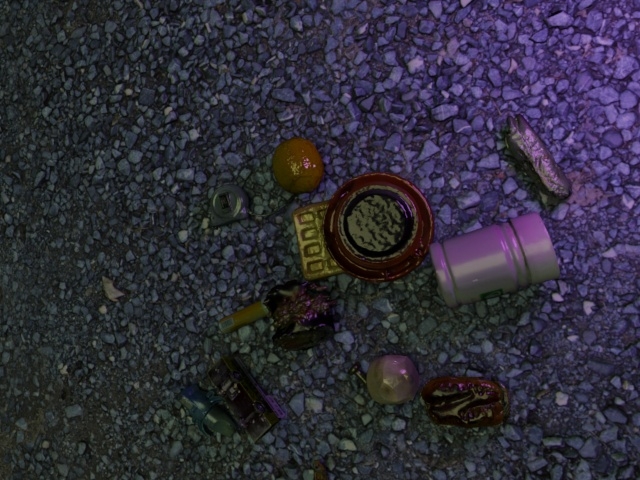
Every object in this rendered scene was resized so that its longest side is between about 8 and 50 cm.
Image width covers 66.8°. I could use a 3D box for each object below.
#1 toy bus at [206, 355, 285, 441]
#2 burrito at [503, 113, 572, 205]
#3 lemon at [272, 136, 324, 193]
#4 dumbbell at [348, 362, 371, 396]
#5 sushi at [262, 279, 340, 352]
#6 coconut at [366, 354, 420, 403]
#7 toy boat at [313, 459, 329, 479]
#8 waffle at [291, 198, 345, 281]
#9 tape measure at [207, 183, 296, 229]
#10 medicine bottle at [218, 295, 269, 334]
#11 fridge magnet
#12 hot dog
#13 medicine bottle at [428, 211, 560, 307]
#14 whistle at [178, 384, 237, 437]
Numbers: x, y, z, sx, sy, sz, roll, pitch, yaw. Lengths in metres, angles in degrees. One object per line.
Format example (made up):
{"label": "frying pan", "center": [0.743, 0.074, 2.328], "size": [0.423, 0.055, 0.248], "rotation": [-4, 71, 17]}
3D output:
{"label": "toy bus", "center": [-0.263, 0.548, 1.716], "size": [0.113, 0.139, 0.301], "rotation": [-47, 68, 11]}
{"label": "burrito", "center": [0.654, -0.248, 1.478], "size": [0.096, 0.066, 0.309], "rotation": [-31, 80, 9]}
{"label": "lemon", "center": [-0.078, -0.253, 1.653], "size": [0.181, 0.180, 0.193], "rotation": [-15, 106, 17]}
{"label": "dumbbell", "center": [0.147, 0.466, 1.627], "size": [0.118, 0.052, 0.046], "rotation": [44, 113, 13]}
{"label": "sushi", "center": [-0.071, 0.246, 1.629], "size": [0.239, 0.225, 0.218], "rotation": [-13, 66, -24]}
{"label": "coconut", "center": [0.235, 0.439, 1.536], "size": [0.162, 0.161, 0.160], "rotation": [-24, 80, 49]}
{"label": "toy boat", "center": [0.003, 0.825, 1.664], "size": [0.047, 0.049, 0.149], "rotation": [-10, 85, 18]}
{"label": "waffle", "center": [0.000, 0.000, 1.683], "size": [0.168, 0.057, 0.274], "rotation": [-13, 84, 17]}
{"label": "tape measure", "center": [-0.259, -0.151, 1.757], "size": [0.331, 0.084, 0.163], "rotation": [-18, 87, 18]}
{"label": "medicine bottle", "center": [-0.263, 0.270, 1.754], "size": [0.218, 0.074, 0.073], "rotation": [-26, 81, 17]}
{"label": "fridge magnet", "center": [0.185, -0.045, 1.567], "size": [0.364, 0.155, 0.363], "rotation": [-1, 84, 6]}
{"label": "hot dog", "center": [0.449, 0.506, 1.516], "size": [0.271, 0.082, 0.162], "rotation": [-6, 88, 16]}
{"label": "medicine bottle", "center": [0.506, 0.061, 1.442], "size": [0.326, 0.212, 0.211], "rotation": [-20, 83, 16]}
{"label": "whistle", "center": [-0.417, 0.625, 1.790], "size": [0.269, 0.093, 0.180], "rotation": [36, 105, 9]}
